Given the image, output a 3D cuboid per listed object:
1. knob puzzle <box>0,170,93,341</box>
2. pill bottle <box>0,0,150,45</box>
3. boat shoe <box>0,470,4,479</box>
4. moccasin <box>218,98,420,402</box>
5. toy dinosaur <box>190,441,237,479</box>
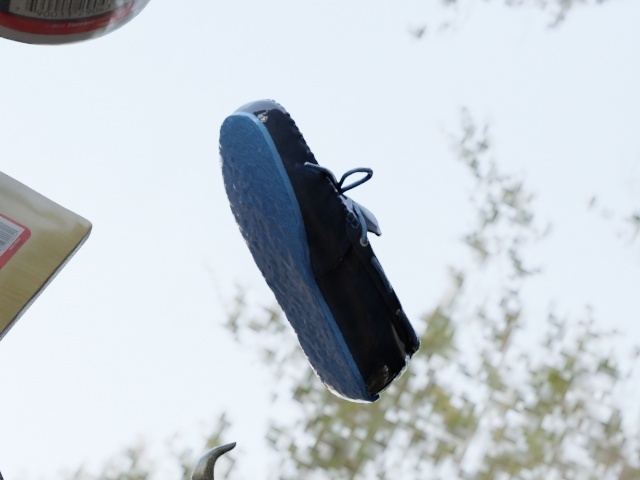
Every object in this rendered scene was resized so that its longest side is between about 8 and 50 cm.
[{"bbox_3d":[-0.244,0.005,0.984,0.213,0.213,0.030,26,-44,5],"label":"knob puzzle"},{"bbox_3d":[-0.096,-0.165,0.719,0.108,0.108,0.180,28,-33,2],"label":"pill bottle"},{"bbox_3d":[-0.196,0.133,1.060,0.038,0.125,0.046,-24,-14,40],"label":"boat shoe"},{"bbox_3d":[0.000,0.000,1.944,0.138,0.117,0.342,16,-46,50],"label":"moccasin"},{"bbox_3d":[-0.138,0.324,1.693,0.160,0.313,0.121,25,-37,22],"label":"toy dinosaur"}]
